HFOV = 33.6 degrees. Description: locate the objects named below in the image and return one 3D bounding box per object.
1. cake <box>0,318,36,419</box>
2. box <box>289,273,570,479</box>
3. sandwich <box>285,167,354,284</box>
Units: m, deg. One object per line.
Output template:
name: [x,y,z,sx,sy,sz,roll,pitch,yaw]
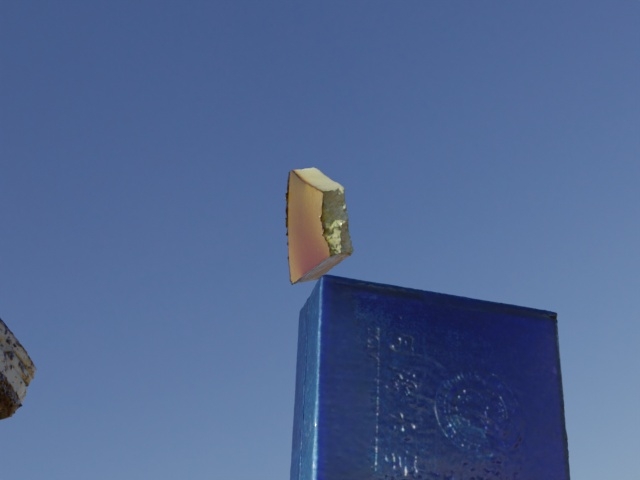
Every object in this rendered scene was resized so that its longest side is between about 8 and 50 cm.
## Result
cake: [-0.563,0.231,1.652,0.246,0.112,0.135,-29,-64,26]
box: [0.116,0.190,1.133,0.279,0.261,0.116,9,-30,-11]
sandwich: [0.000,0.000,1.624,0.058,0.162,0.193,-8,-67,-22]
